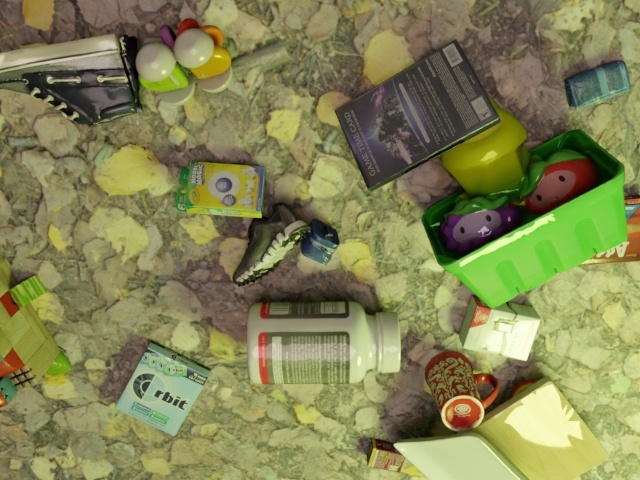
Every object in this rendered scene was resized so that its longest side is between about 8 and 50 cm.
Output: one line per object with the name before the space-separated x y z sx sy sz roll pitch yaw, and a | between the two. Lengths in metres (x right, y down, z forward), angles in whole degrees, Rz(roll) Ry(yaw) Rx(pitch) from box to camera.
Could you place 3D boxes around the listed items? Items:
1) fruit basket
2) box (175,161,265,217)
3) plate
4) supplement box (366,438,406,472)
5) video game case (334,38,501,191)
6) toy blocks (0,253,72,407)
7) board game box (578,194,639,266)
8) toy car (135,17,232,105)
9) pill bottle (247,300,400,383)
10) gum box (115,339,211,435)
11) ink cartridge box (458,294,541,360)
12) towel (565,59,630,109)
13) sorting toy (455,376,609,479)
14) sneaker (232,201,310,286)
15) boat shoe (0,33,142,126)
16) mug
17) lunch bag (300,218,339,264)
fruit basket | 0.356 -0.112 1.306 0.392 0.283 0.392 -1 117 -2
box | -0.206 -0.106 1.394 0.179 0.043 0.105 3 70 1
plate | 0.344 0.518 1.530 0.278 0.045 0.277 44 144 -13
supplement box | 0.158 0.518 1.637 0.083 0.043 0.055 14 108 -4
video game case | 0.179 -0.239 1.304 0.274 0.026 0.196 -28 65 17
toy blocks | -0.700 0.194 1.412 0.190 0.261 0.381 -22 108 8
board game box | 0.545 -0.013 1.459 0.281 0.027 0.145 -5 110 2
toy car | -0.264 -0.353 1.295 0.182 0.159 0.136 -18 74 7
pill bottle | 0.008 0.219 1.463 0.318 0.176 0.176 -1 109 1
gum box | -0.366 0.345 1.580 0.157 0.041 0.184 29 106 -9
ink cartridge box | 0.399 0.195 1.512 0.150 0.063 0.109 12 109 -4
towel | 0.552 -0.311 1.353 0.119 0.029 0.067 -18 107 7
sorting toy | 0.487 0.462 1.592 0.255 0.089 0.257 -37 105 12
sneaker | -0.121 0.004 1.445 0.234 0.078 0.106 -44 69 32
boat shoe | -0.509 -0.290 1.310 0.340 0.127 0.158 -10 101 3
mug | 0.314 0.328 1.503 0.150 0.169 0.113 -27 106 10
lunch bag | 0.000 0.000 1.426 0.067 0.098 0.065 24 112 -18
